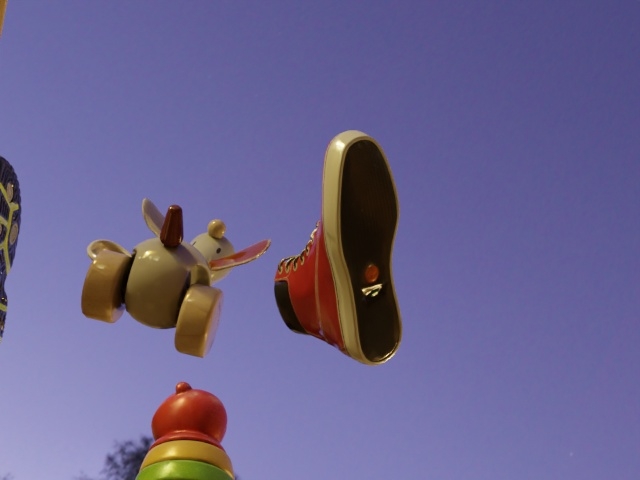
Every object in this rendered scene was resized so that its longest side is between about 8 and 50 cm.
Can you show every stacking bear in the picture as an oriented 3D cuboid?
[{"bbox_3d":[-0.202,0.353,1.198,0.164,0.289,0.175,-25,-48,24],"label":"stacking bear"}]

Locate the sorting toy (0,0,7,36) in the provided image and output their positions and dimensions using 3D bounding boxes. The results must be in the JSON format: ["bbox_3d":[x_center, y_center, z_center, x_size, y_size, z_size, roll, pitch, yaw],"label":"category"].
[{"bbox_3d":[-0.425,-0.201,0.819,0.038,0.193,0.208,48,-51,33],"label":"sorting toy"}]

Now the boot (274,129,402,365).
[{"bbox_3d":[0.000,0.000,0.880,0.176,0.088,0.244,16,-66,51],"label":"boot"}]

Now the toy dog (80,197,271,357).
[{"bbox_3d":[-0.173,0.012,1.019,0.220,0.333,0.160,13,-76,-17],"label":"toy dog"}]

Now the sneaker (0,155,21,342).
[{"bbox_3d":[-0.603,0.037,1.362,0.147,0.145,0.384,14,-79,-4],"label":"sneaker"}]
